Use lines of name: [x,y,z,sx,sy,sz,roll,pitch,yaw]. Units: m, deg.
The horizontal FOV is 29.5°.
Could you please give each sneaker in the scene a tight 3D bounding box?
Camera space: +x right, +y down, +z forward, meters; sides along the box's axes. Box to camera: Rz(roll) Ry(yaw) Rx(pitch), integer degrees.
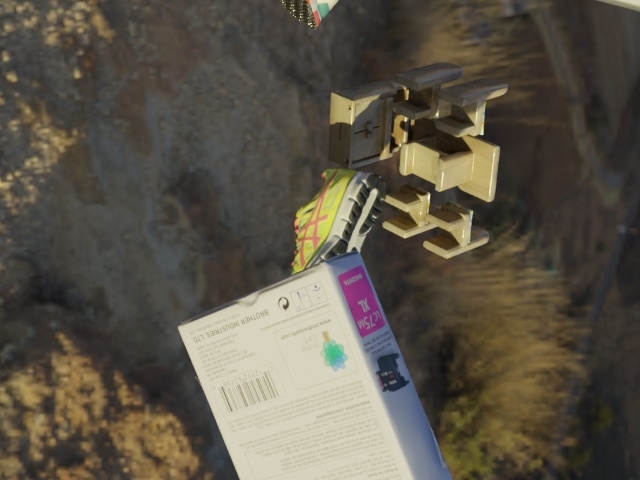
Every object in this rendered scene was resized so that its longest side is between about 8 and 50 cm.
sneaker: [-0.001,-0.271,1.169,0.075,0.057,0.161,-51,168,-15]
sneaker: [0.000,0.000,1.536,0.208,0.094,0.081,-61,144,-6]

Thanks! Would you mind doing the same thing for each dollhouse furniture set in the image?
dollhouse furniture set: [0.151,-0.130,1.587,0.161,0.242,0.212,-19,124,-37]

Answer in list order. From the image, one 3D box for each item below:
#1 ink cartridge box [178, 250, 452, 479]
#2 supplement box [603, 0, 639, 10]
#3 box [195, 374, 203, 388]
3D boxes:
ink cartridge box: [0.010,0.183,1.048,0.065,0.185,0.311,-18,86,-52]
supplement box: [0.210,-0.166,0.634,0.114,0.220,0.111,-3,111,-52]
box: [-0.025,0.130,1.167,0.116,0.162,0.029,54,4,19]
